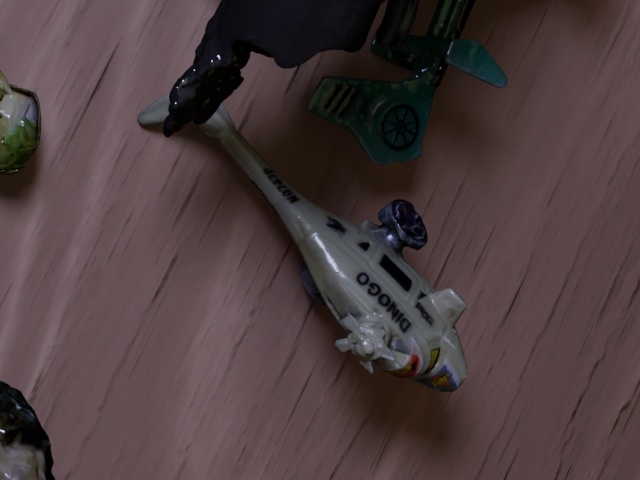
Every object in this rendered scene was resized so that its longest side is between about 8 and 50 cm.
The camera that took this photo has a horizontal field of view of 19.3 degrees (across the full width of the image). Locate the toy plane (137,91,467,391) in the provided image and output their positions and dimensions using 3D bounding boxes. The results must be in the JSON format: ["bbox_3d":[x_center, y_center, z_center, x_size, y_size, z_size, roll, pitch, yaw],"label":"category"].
[{"bbox_3d":[0.000,0.000,1.245,0.286,0.092,0.108,50,30,-14],"label":"toy plane"}]

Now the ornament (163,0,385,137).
[{"bbox_3d":[0.016,-0.169,1.117,0.260,0.106,0.251,-57,172,35],"label":"ornament"}]

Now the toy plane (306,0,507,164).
[{"bbox_3d":[0.115,-0.226,1.287,0.155,0.106,0.382,24,87,-32],"label":"toy plane"}]

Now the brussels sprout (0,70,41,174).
[{"bbox_3d":[-0.196,-0.080,1.114,0.051,0.046,0.083,-45,123,-28],"label":"brussels sprout"}]

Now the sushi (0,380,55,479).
[{"bbox_3d":[-0.299,0.167,1.018,0.350,0.171,0.211,-11,109,-34],"label":"sushi"}]
